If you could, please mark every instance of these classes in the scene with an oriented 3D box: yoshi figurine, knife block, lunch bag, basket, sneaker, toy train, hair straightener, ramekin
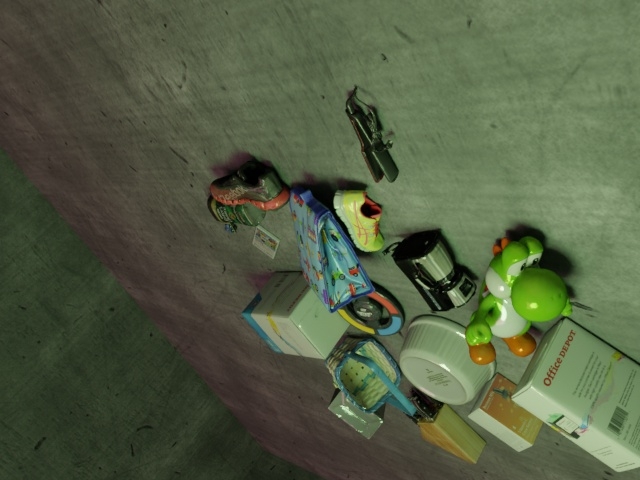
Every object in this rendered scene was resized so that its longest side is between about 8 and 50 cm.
[{"bbox_3d":[0.426,0.156,1.339,0.203,0.203,0.362,21,143,21],"label":"yoshi figurine"},{"bbox_3d":[0.409,0.606,2.078,0.276,0.088,0.242,21,147,30],"label":"knife block"},{"bbox_3d":[0.000,0.000,1.602,0.221,0.138,0.293,48,162,60],"label":"lunch bag"},{"bbox_3d":[0.164,0.447,2.016,0.254,0.201,0.289,52,158,-20],"label":"basket"},{"bbox_3d":[0.115,-0.046,1.520,0.094,0.081,0.208,-11,137,30],"label":"sneaker"},{"bbox_3d":[-0.315,-0.079,1.991,0.027,0.036,0.158,7,138,44],"label":"toy train"},{"bbox_3d":[0.120,-0.220,1.314,0.089,0.047,0.230,8,134,42],"label":"hair straightener"},{"bbox_3d":[0.345,0.347,1.751,0.273,0.127,0.273,28,149,19],"label":"ramekin"},{"bbox_3d":[-0.211,-0.159,1.704,0.276,0.097,0.135,10,140,38],"label":"sneaker"}]

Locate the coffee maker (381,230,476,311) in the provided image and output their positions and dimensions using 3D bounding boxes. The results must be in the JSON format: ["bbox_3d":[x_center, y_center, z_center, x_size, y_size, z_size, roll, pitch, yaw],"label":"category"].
[{"bbox_3d":[0.267,0.073,1.496,0.178,0.120,0.171,52,172,-19],"label":"coffee maker"}]

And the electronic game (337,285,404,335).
[{"bbox_3d":[0.140,0.205,1.839,0.229,0.048,0.229,20,143,16],"label":"electronic game"}]

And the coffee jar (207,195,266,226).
[{"bbox_3d":[-0.256,-0.097,1.858,0.184,0.079,0.096,8,138,44],"label":"coffee jar"}]

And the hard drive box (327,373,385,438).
[{"bbox_3d":[0.137,0.589,2.239,0.181,0.089,0.232,36,-171,5],"label":"hard drive box"}]

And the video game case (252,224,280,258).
[{"bbox_3d":[-0.174,0.005,1.976,0.087,0.011,0.122,36,151,6],"label":"video game case"}]

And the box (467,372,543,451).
[{"bbox_3d":[0.524,0.479,1.731,0.170,0.130,0.091,33,151,9],"label":"box"}]

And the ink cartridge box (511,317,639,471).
[{"bbox_3d":[0.600,0.340,1.378,0.278,0.201,0.117,34,152,10],"label":"ink cartridge box"}]

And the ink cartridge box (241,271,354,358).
[{"bbox_3d":[-0.069,0.235,1.988,0.270,0.198,0.197,-4,129,51],"label":"ink cartridge box"}]
